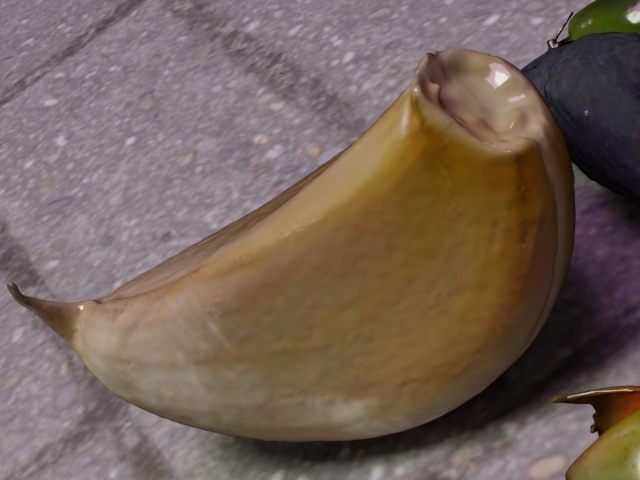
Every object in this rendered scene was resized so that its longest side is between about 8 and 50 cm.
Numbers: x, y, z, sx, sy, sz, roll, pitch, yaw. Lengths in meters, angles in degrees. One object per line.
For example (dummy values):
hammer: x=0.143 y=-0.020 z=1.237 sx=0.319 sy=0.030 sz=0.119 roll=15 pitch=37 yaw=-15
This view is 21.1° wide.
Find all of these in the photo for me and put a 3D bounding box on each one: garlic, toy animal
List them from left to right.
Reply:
garlic: x=0.003 y=0.008 z=0.757 sx=0.245 sy=0.164 sz=0.145 roll=-27 pitch=51 yaw=19
toy animal: x=0.161 y=-0.040 z=0.783 sx=0.210 sy=0.121 sz=0.117 roll=-3 pitch=87 yaw=61

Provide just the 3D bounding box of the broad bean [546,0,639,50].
broad bean: x=0.220 y=-0.108 z=0.826 sx=0.254 sy=0.046 sz=0.065 roll=4 pitch=55 yaw=45

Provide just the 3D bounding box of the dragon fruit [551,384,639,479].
dragon fruit: x=0.159 y=0.125 z=0.436 sx=0.224 sy=0.224 sz=0.227 roll=-27 pitch=38 yaw=10
